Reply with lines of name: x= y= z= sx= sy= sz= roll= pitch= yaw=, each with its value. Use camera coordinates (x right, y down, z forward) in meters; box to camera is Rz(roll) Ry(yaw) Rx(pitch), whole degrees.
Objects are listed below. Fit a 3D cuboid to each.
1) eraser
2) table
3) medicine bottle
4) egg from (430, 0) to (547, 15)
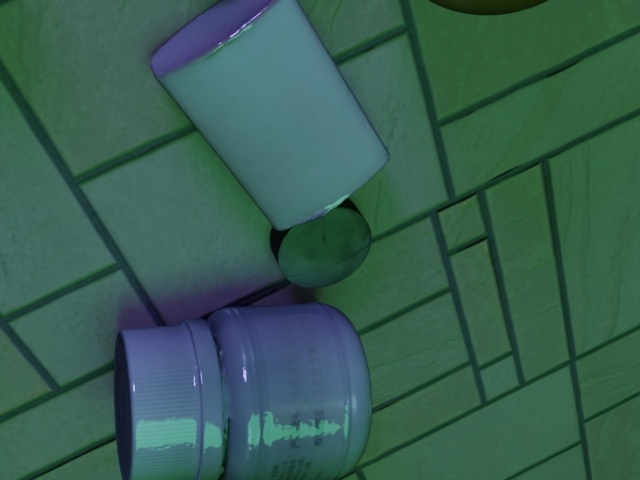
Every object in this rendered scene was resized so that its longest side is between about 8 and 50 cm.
eraser: x=-0.050 y=-0.149 z=0.998 sx=0.174 sy=0.095 sz=0.270 roll=-34 pitch=132 yaw=3
table: x=0.000 y=0.000 z=1.166 sx=0.133 sy=0.043 sz=0.133 roll=-12 pitch=129 yaw=-15
medicine bottle: x=-0.110 y=0.209 z=1.140 sx=0.306 sy=0.245 sz=0.245 roll=-1 pitch=125 yaw=-21
egg: x=0.198 y=-0.372 z=0.839 sx=0.322 sy=0.250 sz=0.250 roll=-47 pitch=130 yaw=2
